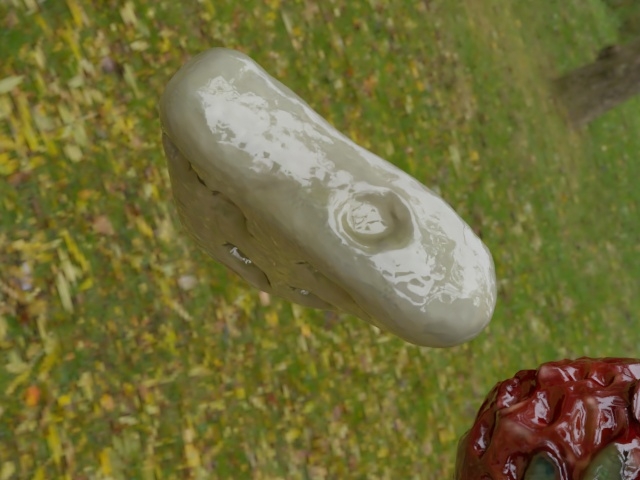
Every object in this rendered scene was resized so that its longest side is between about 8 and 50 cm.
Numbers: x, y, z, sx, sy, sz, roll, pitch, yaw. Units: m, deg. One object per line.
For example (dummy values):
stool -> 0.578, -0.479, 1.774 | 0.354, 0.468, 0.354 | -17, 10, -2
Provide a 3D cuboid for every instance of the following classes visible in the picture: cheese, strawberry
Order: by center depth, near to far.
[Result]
strawberry -> 0.253, 0.228, 0.966 | 0.317, 0.295, 0.345 | 58, 21, 2
cheese -> 0.000, 0.000, 1.117 | 0.129, 0.351, 0.328 | -50, 171, -18
